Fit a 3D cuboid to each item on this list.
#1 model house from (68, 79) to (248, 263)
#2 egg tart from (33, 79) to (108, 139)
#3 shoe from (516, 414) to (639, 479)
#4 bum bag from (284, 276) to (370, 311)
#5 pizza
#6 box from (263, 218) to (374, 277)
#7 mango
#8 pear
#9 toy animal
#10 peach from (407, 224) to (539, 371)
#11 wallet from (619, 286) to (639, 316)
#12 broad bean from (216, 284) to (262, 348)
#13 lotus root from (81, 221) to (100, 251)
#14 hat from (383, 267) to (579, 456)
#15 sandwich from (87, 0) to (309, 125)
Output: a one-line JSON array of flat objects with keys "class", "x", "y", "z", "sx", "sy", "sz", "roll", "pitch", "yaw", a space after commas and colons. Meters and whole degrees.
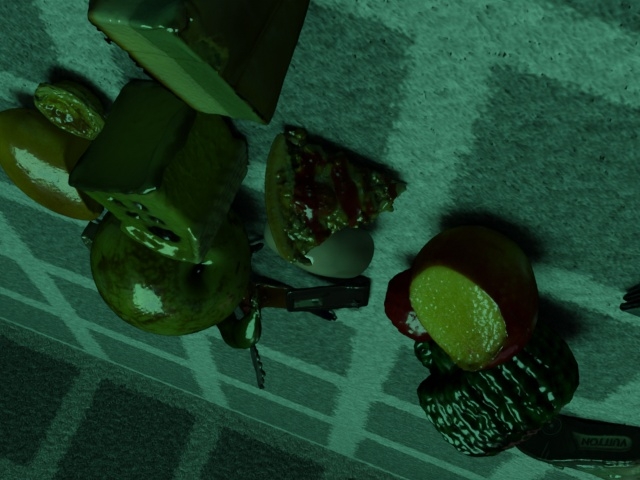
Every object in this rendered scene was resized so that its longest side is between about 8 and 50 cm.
[{"class": "model house", "x": -0.199, "y": -0.088, "z": 1.204, "sx": 0.175, "sy": 0.193, "sz": 0.234, "roll": 3, "pitch": 150, "yaw": 34}, {"class": "egg tart", "x": -0.377, "y": -0.205, "z": 1.290, "sx": 0.130, "sy": 0.052, "sz": 0.130, "roll": 21, "pitch": 156, "yaw": 10}, {"class": "shoe", "x": 0.560, "y": 0.452, "z": 1.767, "sx": 0.293, "sy": 0.109, "sz": 0.149, "roll": -4, "pitch": 139, "yaw": 40}, {"class": "bum bag", "x": 0.013, "y": 0.103, "z": 1.557, "sx": 0.159, "sy": 0.026, "sz": 0.109, "roll": -4, "pitch": 155, "yaw": -3}, {"class": "pizza", "x": 0.023, "y": -0.064, "z": 1.142, "sx": 0.199, "sy": 0.188, "sz": 0.062, "roll": -7, "pitch": 180, "yaw": -4}, {"class": "box", "x": 0.000, "y": 0.000, "z": 1.267, "sx": 0.146, "sy": 0.088, "sz": 0.200, "roll": 28, "pitch": -172, "yaw": 26}, {"class": "mango", "x": -0.456, "y": -0.132, "z": 1.432, "sx": 0.154, "sy": 0.126, "sz": 0.252, "roll": -11, "pitch": 140, "yaw": 35}, {"class": "pear", "x": -0.254, "y": 0.029, "z": 1.415, "sx": 0.283, "sy": 0.283, "sz": 0.283, "roll": 19, "pitch": 157, "yaw": 9}, {"class": "toy animal", "x": -0.164, "y": 0.107, "z": 1.689, "sx": 0.302, "sy": 0.225, "sz": 0.284, "roll": 14, "pitch": 139, "yaw": 49}, {"class": "peach", "x": 0.215, "y": 0.081, "z": 1.186, "sx": 0.190, "sy": 0.192, "sz": 0.190, "roll": 9, "pitch": 150, "yaw": 6}, {"class": "wallet", "x": 0.566, "y": 0.098, "z": 1.071, "sx": 0.251, "sy": 0.054, "sz": 0.290, "roll": 26, "pitch": 158, "yaw": -3}, {"class": "broad bean", "x": -0.168, "y": 0.126, "z": 1.565, "sx": 0.049, "sy": 0.144, "sz": 0.292, "roll": -7, "pitch": -167, "yaw": -27}, {"class": "lotus root", "x": -0.396, "y": 0.056, "z": 1.855, "sx": 0.261, "sy": 0.074, "sz": 0.170, "roll": 24, "pitch": 160, "yaw": -1}, {"class": "hat", "x": 0.241, "y": 0.172, "z": 1.384, "sx": 0.332, "sy": 0.242, "sz": 0.274, "roll": 48, "pitch": 131, "yaw": -2}, {"class": "sandwich", "x": -0.102, "y": -0.235, "z": 0.797, "sx": 0.108, "sy": 0.186, "sz": 0.220, "roll": 13, "pitch": 172, "yaw": 22}]
